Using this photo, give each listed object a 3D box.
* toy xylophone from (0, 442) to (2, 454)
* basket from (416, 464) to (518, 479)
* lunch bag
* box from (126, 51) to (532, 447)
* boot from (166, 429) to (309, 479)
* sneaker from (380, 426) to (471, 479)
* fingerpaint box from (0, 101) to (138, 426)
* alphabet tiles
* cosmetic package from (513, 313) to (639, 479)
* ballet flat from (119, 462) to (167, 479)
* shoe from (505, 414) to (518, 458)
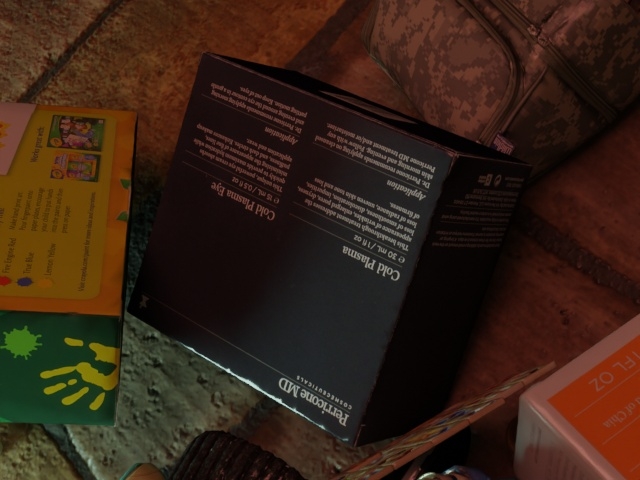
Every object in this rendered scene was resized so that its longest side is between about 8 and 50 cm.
[{"bbox_3d":[-0.493,0.149,1.418,0.322,0.236,0.081,28,61,30],"label":"toy xylophone"},{"bbox_3d":[0.131,0.340,1.025,0.201,0.289,0.255,-46,48,37],"label":"basket"},{"bbox_3d":[0.210,-0.227,1.316,0.256,0.212,0.305,-46,54,16],"label":"lunch bag"},{"bbox_3d":[0.000,0.000,1.228,0.343,0.179,0.312,27,104,32],"label":"box"},{"bbox_3d":[-0.061,0.362,1.108,0.348,0.131,0.260,36,55,17],"label":"boot"},{"bbox_3d":[0.063,0.267,1.188,0.097,0.084,0.235,31,79,35],"label":"sneaker"},{"bbox_3d":[-0.405,0.006,1.293,0.371,0.163,0.445,3,33,-10],"label":"fingerpaint box"},{"bbox_3d":[0.106,0.179,1.062,0.237,0.198,0.009,-28,83,-18],"label":"alphabet tiles"},{"bbox_3d":[0.399,0.264,0.960,0.230,0.161,0.453,-32,55,-18],"label":"cosmetic package"},{"bbox_3d":[-0.257,0.358,1.288,0.073,0.080,0.232,41,86,19],"label":"ballet flat"},{"bbox_3d":[0.280,0.252,1.125,0.076,0.058,0.219,-39,58,-24],"label":"shoe"}]
